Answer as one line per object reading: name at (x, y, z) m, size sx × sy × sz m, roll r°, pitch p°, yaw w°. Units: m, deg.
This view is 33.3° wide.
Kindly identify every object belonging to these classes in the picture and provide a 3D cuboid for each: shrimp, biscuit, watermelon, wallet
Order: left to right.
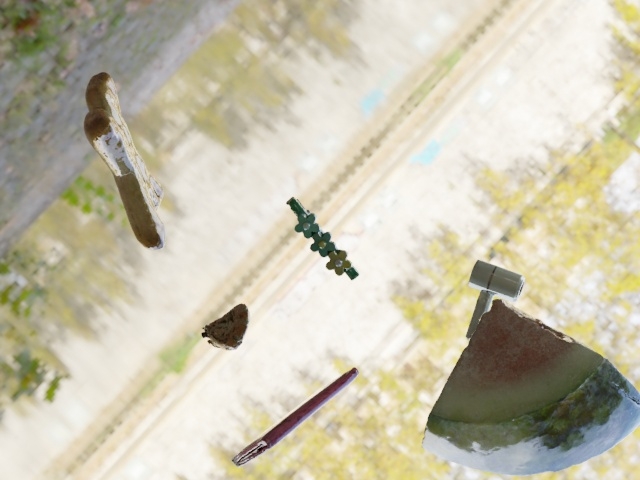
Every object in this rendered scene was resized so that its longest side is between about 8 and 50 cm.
biscuit at (-0.259, -0.102, 1.416) m, size 0.047 × 0.208 × 0.164 m, roll -21°, pitch -147°, yaw 0°
shrimp at (-0.171, 0.162, 1.950) m, size 0.184 × 0.043 × 0.091 m, roll -18°, pitch -128°, yaw 58°
wallet at (-0.037, 0.287, 1.750) m, size 0.232 × 0.025 × 0.119 m, roll -33°, pitch 174°, yaw -40°
watermelon at (0.287, 0.203, 1.472) m, size 0.310 × 0.231 × 0.193 m, roll -9°, pitch 159°, yaw 9°

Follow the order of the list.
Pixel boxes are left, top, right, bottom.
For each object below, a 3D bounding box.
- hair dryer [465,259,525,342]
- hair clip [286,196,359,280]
hair dryer at (0.267, 0.107, 1.712) m, size 0.047 × 0.082 × 0.137 m, roll -11°, pitch 121°, yaw -71°
hair clip at (-0.001, 0.001, 1.780) m, size 0.049 × 0.173 × 0.049 m, roll -40°, pitch 176°, yaw -3°
